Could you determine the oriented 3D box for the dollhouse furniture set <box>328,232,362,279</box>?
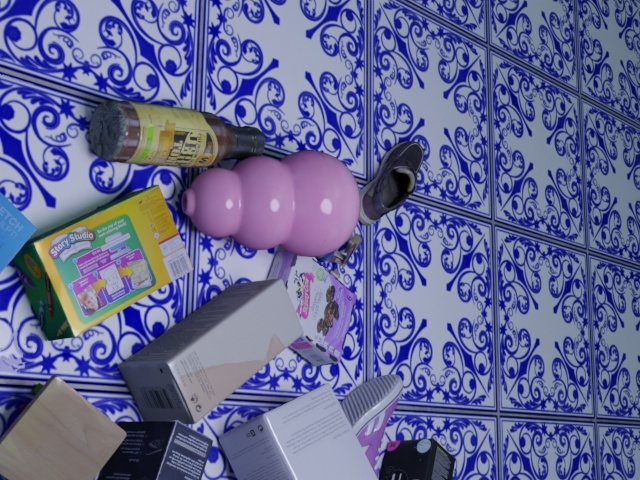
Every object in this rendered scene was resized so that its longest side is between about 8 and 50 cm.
[{"bbox_3d":[0.031,0.018,2.077,0.081,0.091,0.114,30,24,7],"label":"dollhouse furniture set"}]

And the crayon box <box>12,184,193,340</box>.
[{"bbox_3d":[-0.359,0.032,1.608,0.278,0.081,0.165,-32,105,-45],"label":"crayon box"}]

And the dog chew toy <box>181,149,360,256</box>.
[{"bbox_3d":[-0.096,-0.069,1.813,0.331,0.206,0.207,-1,82,-23],"label":"dog chew toy"}]

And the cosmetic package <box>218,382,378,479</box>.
[{"bbox_3d":[-0.004,0.473,1.763,0.197,0.155,0.366,-15,76,-49],"label":"cosmetic package"}]

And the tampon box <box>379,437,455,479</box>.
[{"bbox_3d":[0.203,0.520,2.058,0.101,0.120,0.161,46,46,-35],"label":"tampon box"}]

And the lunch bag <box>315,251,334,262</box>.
[{"bbox_3d":[0.000,0.000,1.978,0.067,0.098,0.065,-43,120,0],"label":"lunch bag"}]

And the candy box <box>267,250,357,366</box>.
[{"bbox_3d":[-0.027,0.135,1.940,0.196,0.070,0.165,41,51,-34],"label":"candy box"}]

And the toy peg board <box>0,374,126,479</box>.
[{"bbox_3d":[-0.422,0.315,1.503,0.161,0.079,0.161,48,67,-28],"label":"toy peg board"}]

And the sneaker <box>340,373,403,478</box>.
[{"bbox_3d":[0.095,0.415,2.006,0.282,0.102,0.161,-43,117,-31],"label":"sneaker"}]

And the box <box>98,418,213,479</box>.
[{"bbox_3d":[-0.277,0.383,1.568,0.093,0.156,0.158,38,57,-37],"label":"box"}]

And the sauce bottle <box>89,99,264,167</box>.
[{"bbox_3d":[-0.247,-0.188,1.749,0.344,0.111,0.111,-2,83,-45],"label":"sauce bottle"}]

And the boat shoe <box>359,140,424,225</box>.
[{"bbox_3d":[0.178,-0.137,2.201,0.285,0.092,0.103,-48,116,-41],"label":"boat shoe"}]

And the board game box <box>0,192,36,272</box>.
[{"bbox_3d":[-0.599,-0.038,1.381,0.316,0.064,0.242,50,50,-27],"label":"board game box"}]

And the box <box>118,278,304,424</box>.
[{"bbox_3d":[-0.187,0.192,1.712,0.311,0.148,0.121,-35,108,-43],"label":"box"}]
